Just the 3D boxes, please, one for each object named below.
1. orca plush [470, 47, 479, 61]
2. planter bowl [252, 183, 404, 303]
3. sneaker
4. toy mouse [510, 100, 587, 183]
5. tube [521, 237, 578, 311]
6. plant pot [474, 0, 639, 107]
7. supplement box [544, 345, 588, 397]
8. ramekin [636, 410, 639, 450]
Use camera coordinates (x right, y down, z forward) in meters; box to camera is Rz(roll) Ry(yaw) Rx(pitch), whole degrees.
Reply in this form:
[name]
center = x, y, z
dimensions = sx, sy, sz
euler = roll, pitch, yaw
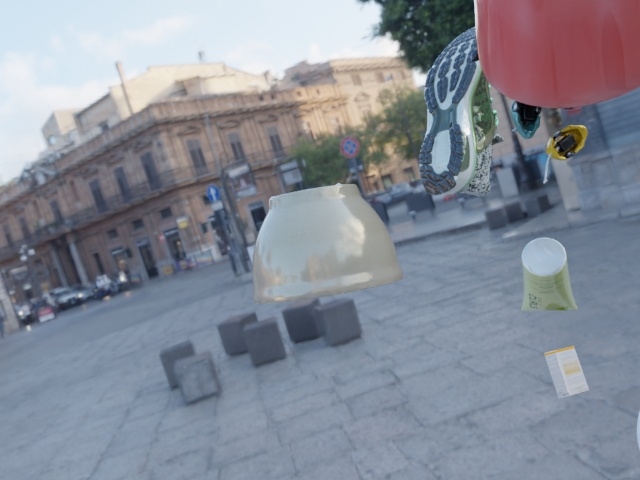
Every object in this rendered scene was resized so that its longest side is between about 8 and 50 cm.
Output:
[orca plush]
center = 0.273, -0.429, 1.103
dimensions = 0.151, 0.287, 0.102
euler = 10, 43, 13
[planter bowl]
center = 0.000, 0.000, 0.705
dimensions = 0.161, 0.109, 0.162
euler = -10, -1, 0
[sneaker]
center = 0.339, -0.279, 1.501
dimensions = 0.182, 0.411, 0.158
euler = 18, -11, -36
[toy mouse]
center = 0.306, -0.179, 0.901
dimensions = 0.161, 0.143, 0.031
euler = -41, 6, -13
[tube]
center = 0.354, 0.072, 1.031
dimensions = 0.062, 0.070, 0.240
euler = -46, -30, -5
[plant pot]
center = 0.300, -0.343, 0.798
dimensions = 0.274, 0.275, 0.243
euler = -17, -40, 16
[supplement box]
center = 0.525, 0.281, 1.413
dimensions = 0.062, 0.099, 0.036
euler = -4, -18, -31
[ramekin]
center = 0.802, 0.408, 1.374
dimensions = 0.277, 0.277, 0.135
euler = -19, 0, -15
